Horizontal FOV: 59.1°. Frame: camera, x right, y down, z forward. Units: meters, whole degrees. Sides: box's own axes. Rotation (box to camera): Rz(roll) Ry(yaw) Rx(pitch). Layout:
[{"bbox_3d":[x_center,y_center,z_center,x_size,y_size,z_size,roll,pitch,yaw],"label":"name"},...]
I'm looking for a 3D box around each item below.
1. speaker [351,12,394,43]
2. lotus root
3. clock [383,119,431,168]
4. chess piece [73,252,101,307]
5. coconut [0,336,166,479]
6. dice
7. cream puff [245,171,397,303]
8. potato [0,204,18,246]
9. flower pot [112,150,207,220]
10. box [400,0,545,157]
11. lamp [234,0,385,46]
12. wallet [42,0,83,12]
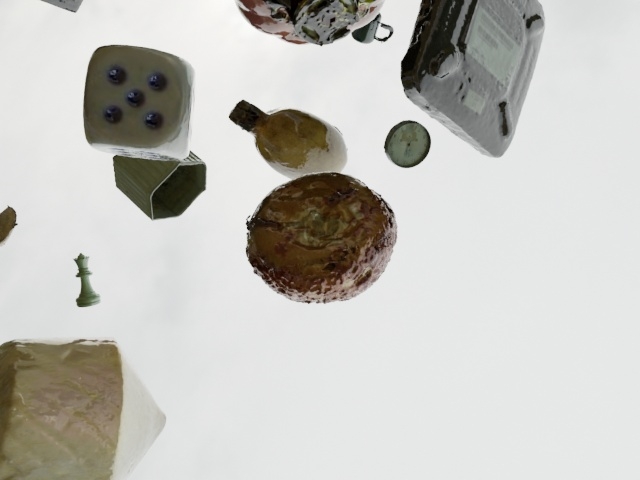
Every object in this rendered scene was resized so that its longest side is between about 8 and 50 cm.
[{"bbox_3d":[0.121,-0.492,1.310,0.094,0.075,0.060,30,-133,10],"label":"speaker"},{"bbox_3d":[-0.073,-0.240,1.347,0.182,0.309,0.183,-29,-130,41],"label":"lotus root"},{"bbox_3d":[0.152,-0.166,0.977,0.085,0.085,0.017,-46,-152,7],"label":"clock"},{"bbox_3d":[-0.411,0.067,0.986,0.042,0.042,0.093,0,-81,33],"label":"chess piece"},{"bbox_3d":[-0.402,0.289,0.891,0.328,0.328,0.329,-13,-117,27],"label":"coconut"},{"bbox_3d":[-0.345,-0.260,1.096,0.193,0.193,0.192,-164,-102,-76],"label":"dice"},{"bbox_3d":[-0.001,0.000,0.889,0.239,0.164,0.240,-4,-123,6],"label":"cream puff"},{"bbox_3d":[-0.460,-0.002,0.793,0.037,0.036,0.093,38,-121,0],"label":"potato"},{"bbox_3d":[-0.483,-0.198,1.703,0.189,0.239,0.209,40,-65,19],"label":"flower pot"},{"bbox_3d":[0.311,-0.375,1.109,0.091,0.359,0.351,9,-101,49],"label":"box"},{"bbox_3d":[-0.010,-0.446,0.927,0.305,0.305,0.240,-23,-115,22],"label":"lamp"},{"bbox_3d":[-0.499,-0.594,1.156,0.025,0.124,0.244,36,-74,14],"label":"wallet"}]
